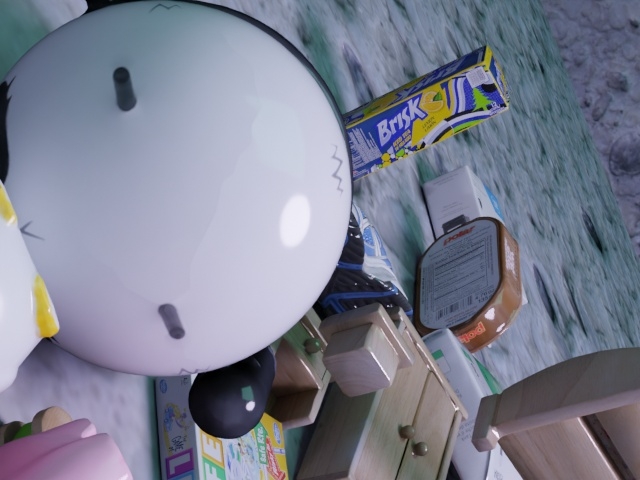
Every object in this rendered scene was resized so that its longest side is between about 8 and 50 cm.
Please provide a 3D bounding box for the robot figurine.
[{"bbox_3d":[-0.073,-0.033,0.621,0.209,0.174,0.278,34,7,-6],"label":"robot figurine"}]

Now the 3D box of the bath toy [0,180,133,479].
[{"bbox_3d":[-0.113,0.138,0.447,0.348,0.129,0.151,67,-18,-5],"label":"bath toy"}]

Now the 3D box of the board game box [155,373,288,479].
[{"bbox_3d":[-0.050,0.160,0.717,0.103,0.026,0.154,42,31,-49],"label":"board game box"}]

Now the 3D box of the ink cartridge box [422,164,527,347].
[{"bbox_3d":[0.180,0.019,1.422,0.104,0.060,0.180,38,34,-55],"label":"ink cartridge box"}]

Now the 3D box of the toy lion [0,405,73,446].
[{"bbox_3d":[-0.128,0.129,0.552,0.100,0.034,0.096,59,28,-21],"label":"toy lion"}]

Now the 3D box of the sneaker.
[{"bbox_3d":[0.000,0.000,0.974,0.211,0.080,0.081,57,11,-47],"label":"sneaker"}]

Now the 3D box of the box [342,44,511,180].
[{"bbox_3d":[0.094,-0.121,1.194,0.054,0.169,0.059,60,21,-17],"label":"box"}]

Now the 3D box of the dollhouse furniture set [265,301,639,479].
[{"bbox_3d":[0.165,0.092,0.824,0.303,0.355,0.174,56,33,-25],"label":"dollhouse furniture set"}]

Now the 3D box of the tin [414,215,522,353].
[{"bbox_3d":[0.145,0.042,1.238,0.040,0.106,0.190,57,21,-25],"label":"tin"}]

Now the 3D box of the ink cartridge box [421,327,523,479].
[{"bbox_3d":[0.156,0.199,1.056,0.225,0.056,0.181,62,8,29],"label":"ink cartridge box"}]
